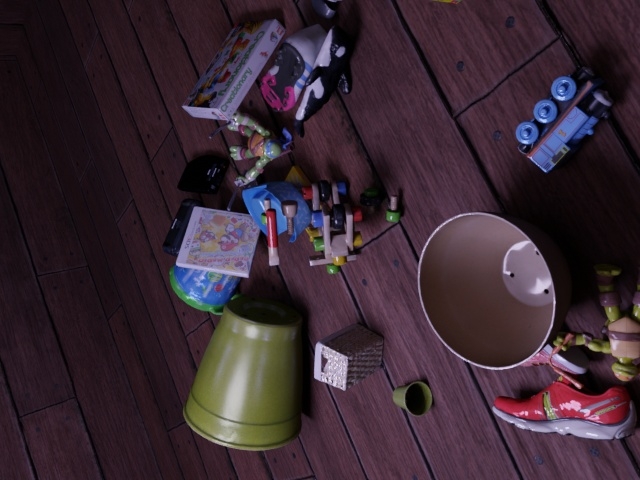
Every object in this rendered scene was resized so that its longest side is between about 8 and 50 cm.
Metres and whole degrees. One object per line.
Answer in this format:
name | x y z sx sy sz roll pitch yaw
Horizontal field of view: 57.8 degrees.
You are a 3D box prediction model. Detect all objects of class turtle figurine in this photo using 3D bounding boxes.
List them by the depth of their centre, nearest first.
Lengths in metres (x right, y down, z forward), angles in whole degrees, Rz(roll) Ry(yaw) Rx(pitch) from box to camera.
turtle figurine | 0.538 0.152 0.991 0.269 0.087 0.218 5 100 33
turtle figurine | -0.235 -0.268 1.654 0.198 0.274 0.266 54 173 -26

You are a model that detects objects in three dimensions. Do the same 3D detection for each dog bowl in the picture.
dog bowl | -0.121 -0.089 1.633 0.166 0.074 0.297 62 160 -17

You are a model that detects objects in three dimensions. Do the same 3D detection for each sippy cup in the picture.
sippy cup | -0.345 0.077 1.909 0.305 0.240 0.224 37 122 -1

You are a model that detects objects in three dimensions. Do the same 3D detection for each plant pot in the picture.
plant pot | 0.354 0.076 1.097 0.284 0.190 0.284 15 110 47
plant pot | 0.222 0.390 1.443 0.079 0.083 0.083 -20 85 63
plant pot | -0.200 0.371 1.750 0.366 0.366 0.353 23 105 44

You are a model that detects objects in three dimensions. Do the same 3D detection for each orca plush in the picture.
orca plush | 0.021 -0.375 1.430 0.102 0.151 0.287 29 117 1

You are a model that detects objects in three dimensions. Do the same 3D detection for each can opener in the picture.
can opener | -0.043 -0.663 1.440 0.283 0.076 0.095 56 135 24

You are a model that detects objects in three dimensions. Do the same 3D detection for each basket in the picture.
basket | 0.077 0.304 1.512 0.103 0.167 0.113 20 116 40

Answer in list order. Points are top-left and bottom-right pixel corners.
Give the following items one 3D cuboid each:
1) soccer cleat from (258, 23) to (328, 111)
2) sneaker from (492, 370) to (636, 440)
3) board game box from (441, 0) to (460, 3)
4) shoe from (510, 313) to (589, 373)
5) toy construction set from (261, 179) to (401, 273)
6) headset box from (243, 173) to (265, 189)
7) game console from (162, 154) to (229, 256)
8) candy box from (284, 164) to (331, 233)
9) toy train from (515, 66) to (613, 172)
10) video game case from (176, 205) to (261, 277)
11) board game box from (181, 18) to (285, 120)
soccer cleat | -0.062 -0.442 1.515 0.116 0.143 0.331 49 161 -5
sneaker | 0.469 0.314 1.131 0.279 0.107 0.119 -11 74 47
board game box | 0.225 -0.562 1.143 0.043 0.092 0.181 -28 79 48
shoe | 0.440 0.223 1.147 0.178 0.063 0.081 39 129 43
toy construction set | 0.000 0.000 1.428 0.257 0.308 0.237 29 127 50
headset box | -0.206 -0.179 1.802 0.083 0.032 0.062 -40 70 49
game console | -0.437 -0.121 1.942 0.213 0.044 0.362 11 75 48
candy box | -0.039 -0.102 1.634 0.206 0.027 0.105 56 134 22
toy train | 0.430 -0.211 1.023 0.105 0.080 0.184 47 131 18
video game case | -0.307 0.001 1.785 0.026 0.226 0.207 90 -170 -62
board game box | -0.242 -0.474 1.606 0.193 0.053 0.305 17 73 46
